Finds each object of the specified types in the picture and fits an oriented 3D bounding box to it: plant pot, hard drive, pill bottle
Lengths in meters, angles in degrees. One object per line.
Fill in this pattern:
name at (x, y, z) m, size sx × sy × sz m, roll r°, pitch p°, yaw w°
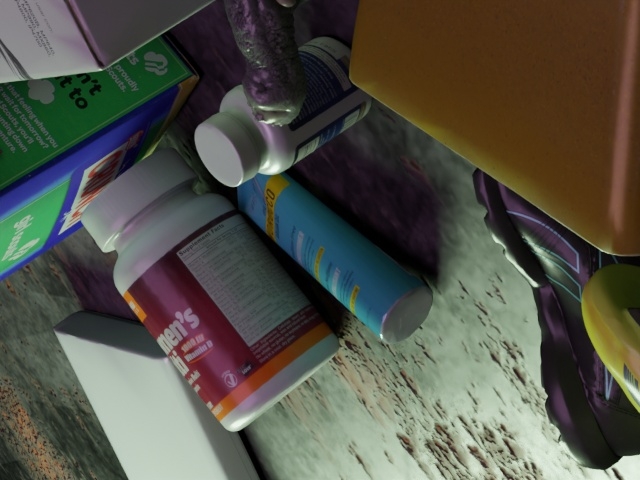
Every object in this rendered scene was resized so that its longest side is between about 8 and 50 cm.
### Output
plant pot at (0.150, -0.145, 0.707) m, size 0.212 × 0.212 × 0.187 m, roll 40°, pitch 141°, yaw 48°
hard drive at (-0.139, 0.243, 1.695) m, size 0.233 × 0.047 × 0.353 m, roll 8°, pitch 127°, yaw 52°
pill bottle at (-0.027, -0.087, 1.121) m, size 0.067 × 0.120 × 0.067 m, roll 35°, pitch 145°, yaw 30°
pill bottle at (-0.094, 0.039, 1.347) m, size 0.221 × 0.121 × 0.121 m, roll 51°, pitch 150°, yaw 5°

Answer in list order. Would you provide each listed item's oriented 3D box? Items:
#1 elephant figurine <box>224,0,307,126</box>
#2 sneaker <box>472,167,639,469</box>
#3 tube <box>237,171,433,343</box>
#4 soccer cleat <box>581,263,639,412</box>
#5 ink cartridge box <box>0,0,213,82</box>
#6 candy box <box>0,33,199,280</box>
elephant figurine at (-0.028, -0.224, 0.968) m, size 0.239 × 0.186 × 0.169 m, roll 47°, pitch -161°, yaw -44°
sneaker at (0.172, 0.008, 0.990) m, size 0.106 × 0.101 × 0.267 m, roll -13°, pitch 106°, yaw 28°
tube at (0.000, 0.000, 1.254) m, size 0.207 × 0.052 × 0.080 m, roll 40°, pitch 141°, yaw 34°
soccer cleat at (0.243, 0.132, 0.929) m, size 0.289 × 0.093 × 0.121 m, roll 42°, pitch 132°, yaw -8°
ink cartridge box at (-0.165, -0.203, 1.124) m, size 0.273 × 0.197 × 0.114 m, roll 2°, pitch 123°, yaw 55°
candy box at (-0.283, -0.046, 1.332) m, size 0.122 × 0.317 × 0.268 m, roll 50°, pitch 151°, yaw 5°
